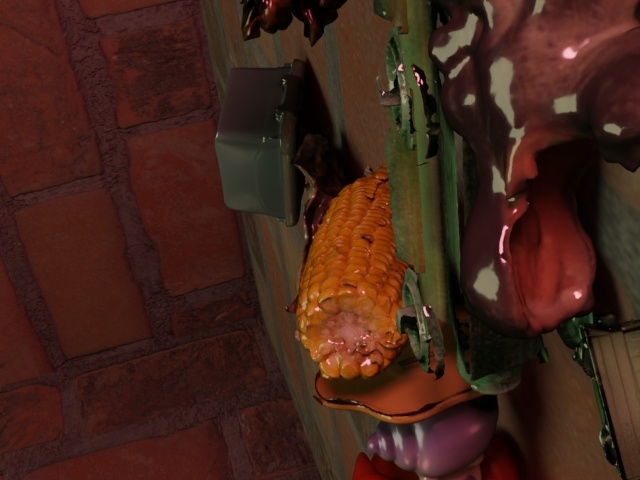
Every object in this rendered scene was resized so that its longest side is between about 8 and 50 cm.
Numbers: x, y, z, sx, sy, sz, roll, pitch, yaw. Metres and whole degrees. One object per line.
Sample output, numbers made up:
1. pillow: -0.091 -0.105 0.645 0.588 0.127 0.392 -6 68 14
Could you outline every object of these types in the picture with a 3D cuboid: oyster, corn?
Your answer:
1. oyster: 0.011 -0.002 1.196 0.275 0.100 0.271 -70 -33 -63
2. corn: 0.040 0.019 0.786 0.318 0.115 0.115 -62 -37 -67

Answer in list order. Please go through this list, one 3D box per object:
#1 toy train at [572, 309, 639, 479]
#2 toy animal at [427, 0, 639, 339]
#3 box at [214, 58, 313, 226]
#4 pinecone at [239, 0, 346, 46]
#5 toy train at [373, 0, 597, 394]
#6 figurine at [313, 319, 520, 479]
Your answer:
1. toy train: 0.170 0.081 0.494 0.038 0.056 0.093 -19 -86 -82
2. toy animal: 0.083 -0.140 0.364 0.168 0.106 0.343 -28 69 54
3. box: -0.072 -0.139 1.333 0.227 0.130 0.162 91 -174 -58
4. pinecone: -0.044 -0.274 0.673 0.257 0.243 0.243 26 150 18
5. toy train: 0.086 -0.051 0.575 0.189 0.126 0.307 -117 15 -54
6. figurine: 0.106 0.200 0.783 0.208 0.181 0.257 5 117 40
